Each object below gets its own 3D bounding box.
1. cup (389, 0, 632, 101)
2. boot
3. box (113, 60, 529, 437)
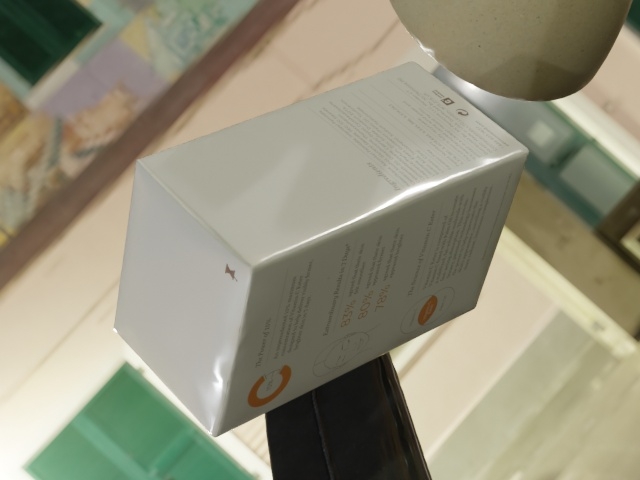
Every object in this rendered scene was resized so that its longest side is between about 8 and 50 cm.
[{"bbox_3d":[0.274,-0.376,1.894,0.331,0.331,0.237,-44,-6,-40],"label":"cup"},{"bbox_3d":[0.089,0.189,1.889,0.367,0.445,0.146,-27,-39,22],"label":"boot"},{"bbox_3d":[0.000,0.000,1.430,0.345,0.168,0.215,-23,-38,-36],"label":"box"}]
